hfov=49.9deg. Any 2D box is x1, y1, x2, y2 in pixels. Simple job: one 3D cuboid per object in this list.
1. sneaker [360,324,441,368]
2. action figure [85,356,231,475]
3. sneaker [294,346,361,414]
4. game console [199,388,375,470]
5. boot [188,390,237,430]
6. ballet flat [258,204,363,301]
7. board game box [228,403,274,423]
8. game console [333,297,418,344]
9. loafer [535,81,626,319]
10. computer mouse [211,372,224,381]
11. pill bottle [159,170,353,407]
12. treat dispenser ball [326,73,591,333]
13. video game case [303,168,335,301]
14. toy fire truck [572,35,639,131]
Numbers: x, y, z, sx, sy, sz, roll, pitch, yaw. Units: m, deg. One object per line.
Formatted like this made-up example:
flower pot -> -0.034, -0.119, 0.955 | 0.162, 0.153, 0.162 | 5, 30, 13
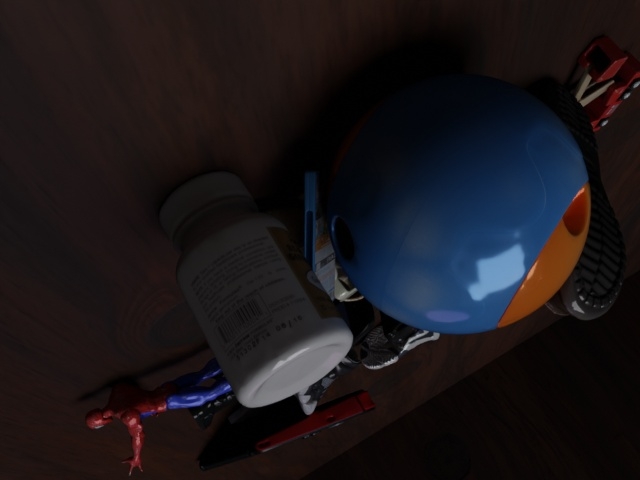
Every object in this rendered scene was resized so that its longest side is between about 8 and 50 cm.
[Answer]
sneaker -> 0.210, 0.218, 1.596 | 0.235, 0.094, 0.153 | -51, 144, 15
action figure -> -0.229, 0.270, 1.099 | 0.280, 0.091, 0.139 | -9, 128, -27
sneaker -> 0.007, 0.277, 1.447 | 0.153, 0.101, 0.268 | -29, 157, -11
game console -> -0.081, 0.465, 1.651 | 0.342, 0.060, 0.386 | -17, 167, -34
boot -> -0.203, 0.322, 1.348 | 0.099, 0.045, 0.121 | -30, 156, -14
ballet flat -> -0.005, 0.030, 0.942 | 0.107, 0.106, 0.316 | -41, 155, 17
board game box -> -0.149, 0.378, 1.552 | 0.090, 0.020, 0.090 | -41, 156, 20
game console -> 0.065, 0.112, 1.082 | 0.044, 0.213, 0.361 | 33, 117, -23
loafer -> 0.316, -0.047, 0.942 | 0.134, 0.365, 0.130 | 32, 138, -29
computer mouse -> -0.079, 0.214, 1.268 | 0.262, 0.060, 0.184 | 0, 140, -51
pill bottle -> -0.076, 0.044, 0.721 | 0.131, 0.229, 0.131 | -27, 156, -13
treat dispenser ball -> 0.150, -0.039, 0.770 | 0.288, 0.288, 0.288 | -27, 156, -13
video game case -> 0.000, 0.000, 0.811 | 0.015, 0.166, 0.119 | 3, -173, 13
toy fire truck -> 0.418, -0.228, 1.044 | 0.135, 0.047, 0.192 | -20, 154, -27
